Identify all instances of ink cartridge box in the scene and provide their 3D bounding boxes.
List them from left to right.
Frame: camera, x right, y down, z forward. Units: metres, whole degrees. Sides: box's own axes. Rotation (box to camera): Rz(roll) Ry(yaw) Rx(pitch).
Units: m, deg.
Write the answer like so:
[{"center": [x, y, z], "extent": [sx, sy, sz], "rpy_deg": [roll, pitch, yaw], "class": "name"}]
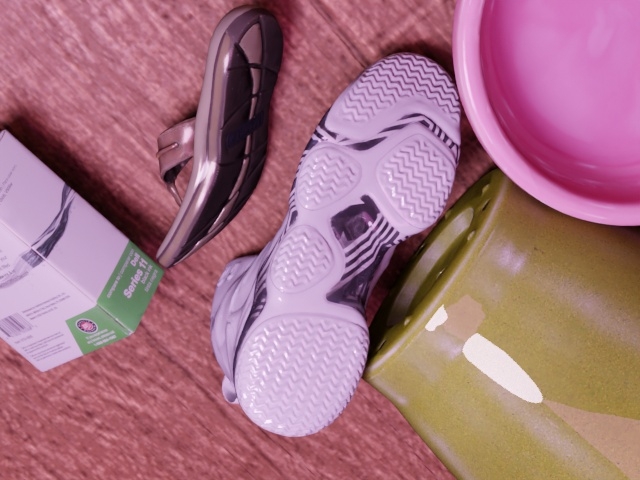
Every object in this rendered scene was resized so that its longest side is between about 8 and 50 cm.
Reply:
[{"center": [-0.274, 0.012, 1.776], "extent": [0.153, 0.087, 0.208], "rpy_deg": [-22, 123, 44], "class": "ink cartridge box"}]

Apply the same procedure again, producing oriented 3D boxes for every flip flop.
[{"center": [-0.105, -0.097, 1.752], "extent": [0.080, 0.112, 0.277], "rpy_deg": [29, 128, 20], "class": "flip flop"}]

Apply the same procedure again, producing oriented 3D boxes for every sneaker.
[{"center": [0.000, 0.000, 1.781], "extent": [0.137, 0.210, 0.365], "rpy_deg": [25, 82, -16], "class": "sneaker"}]

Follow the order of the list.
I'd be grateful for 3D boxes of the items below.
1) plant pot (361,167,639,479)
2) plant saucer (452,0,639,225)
[{"center": [0.239, 0.121, 1.768], "extent": [0.353, 0.366, 0.366], "rpy_deg": [36, 113, -7], "class": "plant pot"}, {"center": [0.268, -0.181, 1.675], "extent": [0.332, 0.084, 0.332], "rpy_deg": [-3, 102, -13], "class": "plant saucer"}]
